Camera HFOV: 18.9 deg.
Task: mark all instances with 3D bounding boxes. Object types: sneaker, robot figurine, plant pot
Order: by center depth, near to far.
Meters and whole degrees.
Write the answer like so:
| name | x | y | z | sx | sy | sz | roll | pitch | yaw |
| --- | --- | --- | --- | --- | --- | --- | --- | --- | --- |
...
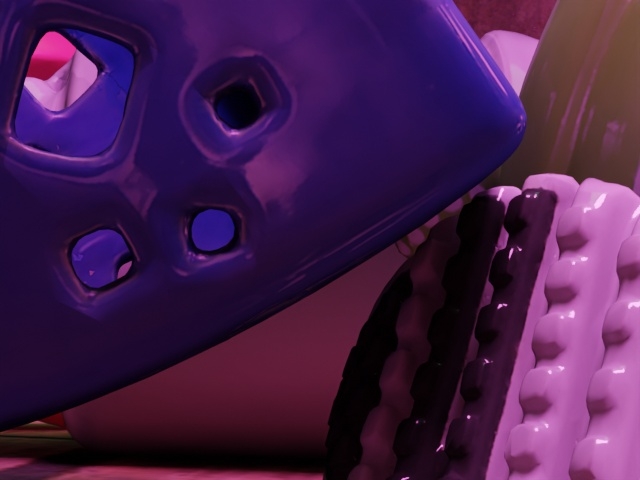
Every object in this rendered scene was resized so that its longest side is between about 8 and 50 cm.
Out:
| name | x | y | z | sx | sy | sz | roll | pitch | yaw |
| --- | --- | --- | --- | --- | --- | --- | --- | --- | --- |
| sneaker | 0.107 | 0.044 | 0.446 | 0.118 | 0.110 | 0.292 | 30 | -22 | -29 |
| plant pot | -0.112 | -0.048 | 0.547 | 0.212 | 0.236 | 0.236 | -37 | 1 | -9 |
| robot figurine | 0.000 | 0.000 | 0.875 | 0.353 | 0.200 | 0.300 | 2 | -15 | -4 |

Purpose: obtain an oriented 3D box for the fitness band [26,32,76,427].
| name | x | y | z | sx | sy | sz | roll | pitch | yaw |
| --- | --- | --- | --- | --- | --- | --- | --- | --- | --- |
| fitness band | -0.141 | -0.007 | 1.010 | 0.291 | 0.209 | 0.054 | 24 | 21 | -44 |

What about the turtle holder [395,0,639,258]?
| name | x | y | z | sx | sy | sz | roll | pitch | yaw |
| --- | --- | --- | --- | --- | --- | --- | --- | --- | --- |
| turtle holder | 0.206 | -0.051 | 0.650 | 0.227 | 0.320 | 0.243 | 29 | -14 | 36 |
